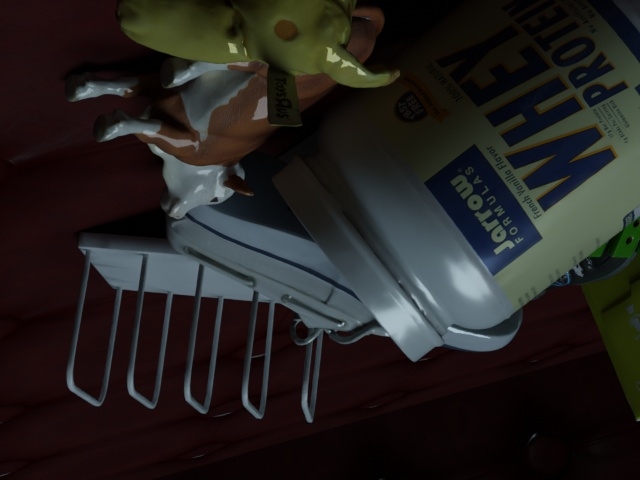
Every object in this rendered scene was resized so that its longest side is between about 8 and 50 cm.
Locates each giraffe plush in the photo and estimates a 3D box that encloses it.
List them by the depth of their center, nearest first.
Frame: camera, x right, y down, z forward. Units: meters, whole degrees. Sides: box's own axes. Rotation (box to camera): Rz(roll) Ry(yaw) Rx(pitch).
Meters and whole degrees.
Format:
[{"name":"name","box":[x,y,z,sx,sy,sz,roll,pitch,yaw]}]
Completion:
[{"name":"giraffe plush","box":[-0.029,-0.197,0.740,0.181,0.210,0.170,-6,131,-23]}]

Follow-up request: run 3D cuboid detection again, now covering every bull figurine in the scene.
[{"name":"bull figurine","box":[-0.085,-0.119,0.994,0.188,0.101,0.310,2,152,-40]}]

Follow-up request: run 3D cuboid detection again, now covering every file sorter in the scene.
[{"name":"file sorter","box":[-0.131,0.108,1.401,0.277,0.173,0.193,4,165,4]}]

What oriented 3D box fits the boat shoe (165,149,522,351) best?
[{"name":"boat shoe","box":[0.011,0.041,1.219,0.367,0.136,0.156,21,138,-7]}]

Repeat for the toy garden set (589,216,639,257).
[{"name":"toy garden set","box":[0.464,-0.077,1.701,0.244,0.049,0.204,1,116,-39]}]

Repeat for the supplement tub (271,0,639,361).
[{"name":"supplement tub","box":[0.146,-0.074,1.025,0.325,0.235,0.235,-38,162,2]}]

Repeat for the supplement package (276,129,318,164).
[{"name":"supplement package","box":[0.050,-0.057,1.342,0.179,0.105,0.105,-1,157,-47]}]

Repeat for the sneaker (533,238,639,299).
[{"name":"sneaker","box":[0.358,0.024,1.908,0.139,0.125,0.341,-3,158,-41]}]

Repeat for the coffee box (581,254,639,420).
[{"name":"coffee box","box":[0.673,0.067,2.006,0.334,0.338,0.337,-9,161,-28]}]
